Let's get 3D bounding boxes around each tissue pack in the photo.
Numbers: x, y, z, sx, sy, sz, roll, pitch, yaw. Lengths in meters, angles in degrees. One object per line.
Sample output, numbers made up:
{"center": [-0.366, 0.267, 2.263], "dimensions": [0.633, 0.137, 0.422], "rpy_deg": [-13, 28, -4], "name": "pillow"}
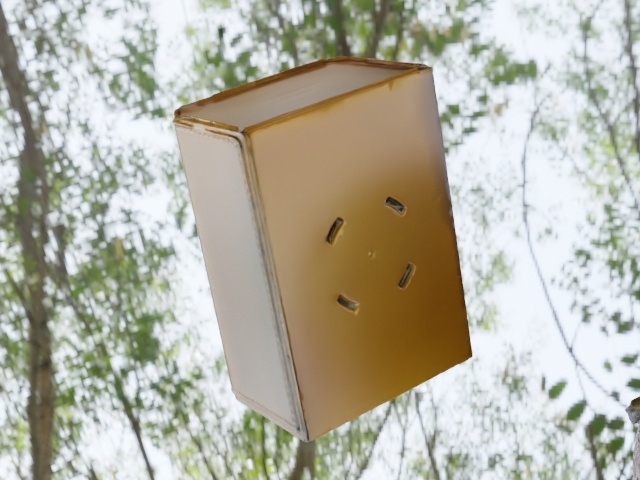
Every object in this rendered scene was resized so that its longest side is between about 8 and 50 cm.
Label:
{"center": [0.000, 0.000, 1.077], "dimensions": [0.194, 0.275, 0.145], "rpy_deg": [-23, -157, -32], "name": "tissue pack"}

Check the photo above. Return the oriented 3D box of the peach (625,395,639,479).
{"center": [0.438, 0.192, 1.048], "dimensions": [0.353, 0.416, 0.339], "rpy_deg": [-42, -91, -20], "name": "peach"}
